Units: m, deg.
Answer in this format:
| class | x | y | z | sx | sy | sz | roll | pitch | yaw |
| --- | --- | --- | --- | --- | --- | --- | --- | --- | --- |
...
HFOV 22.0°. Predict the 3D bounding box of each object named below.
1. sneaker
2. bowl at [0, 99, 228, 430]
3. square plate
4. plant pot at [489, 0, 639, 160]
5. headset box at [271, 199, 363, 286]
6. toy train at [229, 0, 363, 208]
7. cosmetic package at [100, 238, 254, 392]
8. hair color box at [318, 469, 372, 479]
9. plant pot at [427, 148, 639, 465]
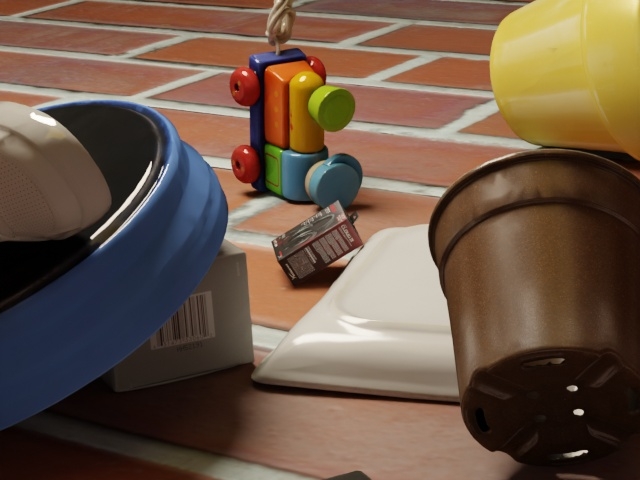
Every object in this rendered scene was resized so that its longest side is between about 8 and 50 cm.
| class | x | y | z | sx | sy | sz | roll | pitch | yaw |
| --- | --- | --- | --- | --- | --- | --- | --- | --- | --- |
| sneaker | -0.271 | -0.006 | 1.114 | 0.169 | 0.108 | 0.292 | -43 | 24 | -29 |
| bowl | -0.263 | 0.016 | 1.250 | 0.391 | 0.077 | 0.391 | -18 | 29 | 10 |
| square plate | 0.157 | 0.049 | 1.365 | 0.347 | 0.049 | 0.344 | 3 | 19 | 16 |
| plant pot | 0.332 | -0.200 | 1.849 | 0.239 | 0.254 | 0.254 | -8 | 9 | 43 |
| headset box | 0.000 | 0.000 | 1.508 | 0.083 | 0.032 | 0.062 | -32 | 19 | 4 |
| toy train | -0.017 | -0.158 | 1.719 | 0.105 | 0.248 | 0.143 | -13 | 25 | -31 |
| cosmetic package | -0.159 | 0.033 | 1.370 | 0.127 | 0.107 | 0.238 | -12 | 17 | -23 |
| hair color box | -0.100 | 0.226 | 0.732 | 0.374 | 0.113 | 0.185 | -12 | 20 | -25 |
| plant pot | 0.156 | 0.053 | 1.127 | 0.167 | 0.167 | 0.165 | -1 | 46 | 5 |
